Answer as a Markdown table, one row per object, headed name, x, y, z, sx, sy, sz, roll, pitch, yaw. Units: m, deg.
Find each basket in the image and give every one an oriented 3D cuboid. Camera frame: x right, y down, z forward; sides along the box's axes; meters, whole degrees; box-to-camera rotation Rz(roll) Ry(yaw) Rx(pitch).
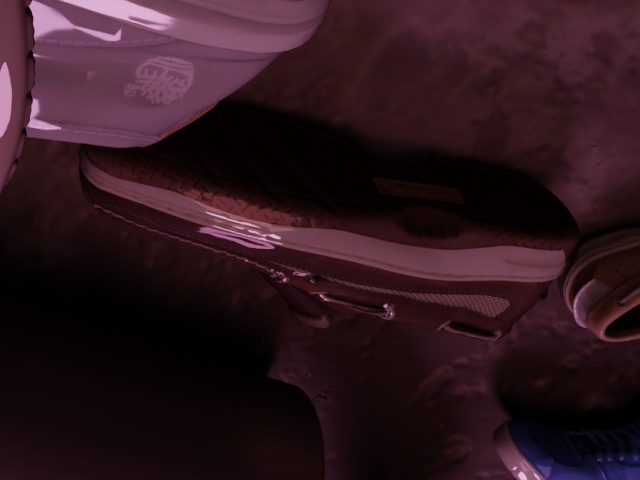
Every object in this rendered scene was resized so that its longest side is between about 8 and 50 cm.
| name | x | y | z | sx | sy | sz | roll | pitch | yaw |
| --- | --- | --- | --- | --- | --- | --- | --- | --- | --- |
| basket | -0.125 | 0.113 | 0.629 | 0.227 | 0.154 | 0.204 | 14 | 147 | -24 |

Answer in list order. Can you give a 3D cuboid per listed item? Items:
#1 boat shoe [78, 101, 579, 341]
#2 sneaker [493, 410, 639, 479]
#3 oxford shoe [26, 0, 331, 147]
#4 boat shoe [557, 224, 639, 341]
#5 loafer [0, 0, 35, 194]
| name | x | y | z | sx | sy | sz | roll | pitch | yaw |
| --- | --- | --- | --- | --- | --- | --- | --- | --- | --- |
| boat shoe | 0.001 | 0.005 | 0.627 | 0.257 | 0.095 | 0.095 | 12 | 122 | -18 |
| sneaker | 0.177 | 0.121 | 0.744 | 0.152 | 0.058 | 0.084 | 27 | 117 | -28 |
| oxford shoe | -0.213 | -0.142 | 0.471 | 0.449 | 0.169 | 0.130 | 18 | 134 | -21 |
| boat shoe | 0.230 | 0.017 | 0.688 | 0.190 | 0.072 | 0.068 | -20 | 121 | 0 |
| loafer | -0.149 | -0.040 | 0.401 | 0.092 | 0.102 | 0.268 | 0 | 140 | -22 |
